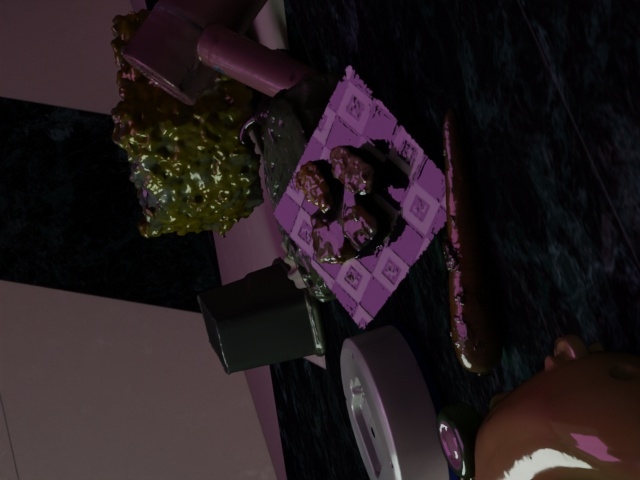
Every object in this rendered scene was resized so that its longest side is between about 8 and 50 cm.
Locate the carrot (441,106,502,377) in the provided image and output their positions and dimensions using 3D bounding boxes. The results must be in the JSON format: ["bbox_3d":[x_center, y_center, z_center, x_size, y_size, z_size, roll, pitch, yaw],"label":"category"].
[{"bbox_3d":[0.132,0.004,1.169,0.049,0.049,0.254,-142,43,-73],"label":"carrot"}]

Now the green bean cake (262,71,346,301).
[{"bbox_3d":[0.016,-0.063,1.474,0.227,0.125,0.222,105,149,-60],"label":"green bean cake"}]

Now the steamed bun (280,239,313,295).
[{"bbox_3d":[0.000,0.000,1.679,0.183,0.106,0.183,164,90,-78],"label":"steamed bun"}]

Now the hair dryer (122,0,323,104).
[{"bbox_3d":[-0.096,-0.265,1.740,0.352,0.210,0.125,31,173,40],"label":"hair dryer"}]

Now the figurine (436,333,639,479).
[{"bbox_3d":[0.188,0.188,0.899,0.324,0.124,0.222,114,140,-68],"label":"figurine"}]

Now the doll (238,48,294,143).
[{"bbox_3d":[-0.061,-0.209,1.799,0.165,0.057,0.139,-37,43,55],"label":"doll"}]

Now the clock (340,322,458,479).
[{"bbox_3d":[0.092,0.219,1.567,0.230,0.083,0.230,168,90,-79],"label":"clock"}]

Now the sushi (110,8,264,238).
[{"bbox_3d":[-0.225,-0.210,2.156,0.351,0.240,0.396,87,172,-48],"label":"sushi"}]

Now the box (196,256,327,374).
[{"bbox_3d":[-0.107,0.130,2.226,0.274,0.178,0.138,-144,41,-73],"label":"box"}]

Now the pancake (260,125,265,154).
[{"bbox_3d":[-0.042,-0.078,1.960,0.282,0.049,0.282,166,90,-83],"label":"pancake"}]

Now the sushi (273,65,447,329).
[{"bbox_3d":[0.025,-0.035,1.299,0.193,0.040,0.210,52,132,25],"label":"sushi"}]
